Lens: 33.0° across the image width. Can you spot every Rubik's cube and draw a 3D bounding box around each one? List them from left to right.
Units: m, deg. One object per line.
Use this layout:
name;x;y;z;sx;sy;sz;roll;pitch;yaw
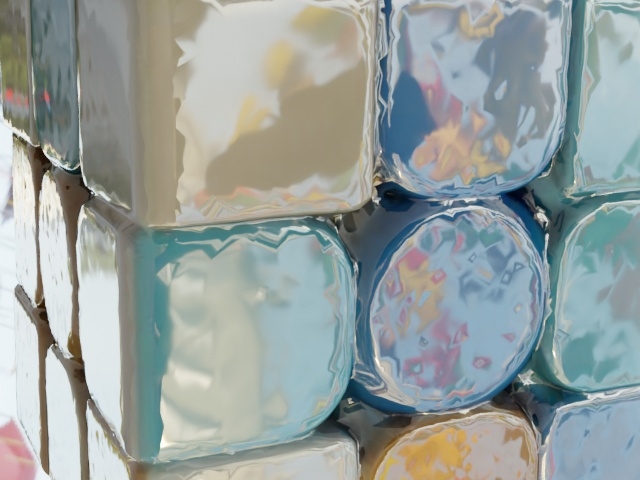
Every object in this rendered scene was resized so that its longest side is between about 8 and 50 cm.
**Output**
Rubik's cube;0.000;0.000;0.689;0.347;0.347;0.344;-150;-122;-61
